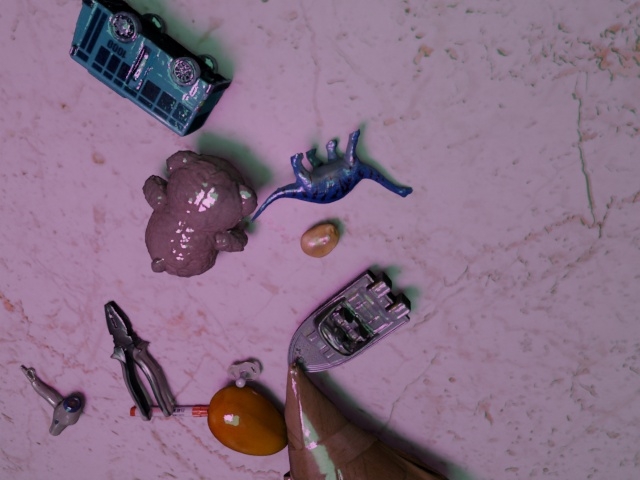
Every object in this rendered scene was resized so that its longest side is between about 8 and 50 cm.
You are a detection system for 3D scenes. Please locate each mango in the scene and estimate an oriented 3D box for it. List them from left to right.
[{"bbox_3d":[-0.176,0.443,1.118,0.151,0.120,0.221,-36,110,17],"label":"mango"}]

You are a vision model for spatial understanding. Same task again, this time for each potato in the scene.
[{"bbox_3d":[0.000,0.000,0.958,0.083,0.062,0.068,-22,138,38],"label":"potato"}]

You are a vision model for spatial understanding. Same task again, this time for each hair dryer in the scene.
[{"bbox_3d":[-0.730,0.439,1.228,0.199,0.067,0.167,30,117,7],"label":"hair dryer"}]

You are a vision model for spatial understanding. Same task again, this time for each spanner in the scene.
[{"bbox_3d":[-0.455,0.299,1.134,0.095,0.040,0.325,-16,102,9],"label":"spanner"}]

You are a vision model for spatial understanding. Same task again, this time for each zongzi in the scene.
[{"bbox_3d":[0.161,0.508,1.045,0.499,0.218,0.468,2,111,6],"label":"zongzi"}]

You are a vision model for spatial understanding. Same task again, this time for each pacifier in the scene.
[{"bbox_3d":[-0.185,0.327,1.104,0.083,0.064,0.068,-15,117,13],"label":"pacifier"}]

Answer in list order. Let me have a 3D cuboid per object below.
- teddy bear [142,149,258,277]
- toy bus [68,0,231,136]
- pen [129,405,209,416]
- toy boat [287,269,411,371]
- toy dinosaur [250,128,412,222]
[{"bbox_3d":[-0.250,-0.051,0.921,0.235,0.151,0.267,30,112,-7],"label":"teddy bear"},{"bbox_3d":[-0.311,-0.317,0.842,0.256,0.128,0.147,35,112,-9],"label":"toy bus"},{"bbox_3d":[-0.378,0.442,1.191,0.238,0.028,0.028,-3,110,9],"label":"pen"},{"bbox_3d":[0.044,0.196,1.010,0.319,0.092,0.141,-40,100,20],"label":"toy boat"},{"bbox_3d":[0.016,-0.131,0.891,0.328,0.076,0.145,-10,101,-11],"label":"toy dinosaur"}]
